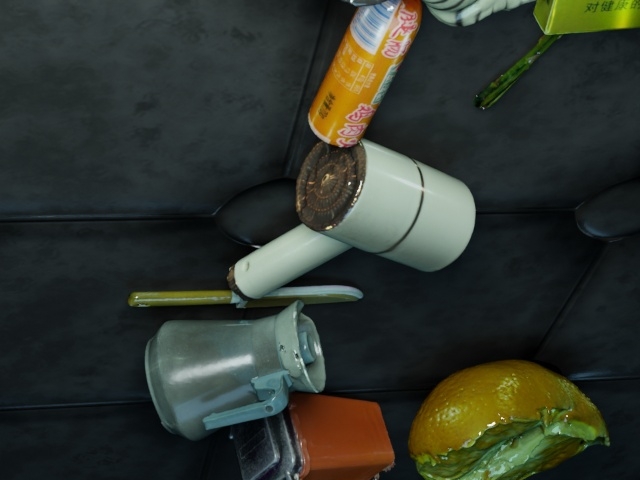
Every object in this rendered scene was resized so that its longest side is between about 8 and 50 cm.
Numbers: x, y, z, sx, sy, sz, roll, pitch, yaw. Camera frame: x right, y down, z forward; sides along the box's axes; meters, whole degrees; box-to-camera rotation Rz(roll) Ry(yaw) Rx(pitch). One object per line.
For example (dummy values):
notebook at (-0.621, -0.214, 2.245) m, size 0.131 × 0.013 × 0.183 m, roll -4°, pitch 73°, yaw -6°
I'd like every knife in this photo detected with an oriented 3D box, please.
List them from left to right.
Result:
knife at (-0.099, 0.077, 1.864) m, size 0.342 × 0.027 × 0.061 m, roll -2°, pitch 160°, yaw -17°

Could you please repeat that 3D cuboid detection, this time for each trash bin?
trash bin at (-0.007, 0.341, 2.158) m, size 0.238 × 0.185 × 0.161 m, roll 7°, pitch 143°, yaw -35°

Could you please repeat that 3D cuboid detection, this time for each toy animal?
toy animal at (0.111, -0.256, 1.289) m, size 0.176 × 0.073 × 0.217 m, roll -35°, pitch 145°, yaw 18°

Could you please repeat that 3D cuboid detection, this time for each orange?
orange at (0.301, 0.296, 2.157) m, size 0.334 × 0.196 × 0.262 m, roll 17°, pitch 153°, yaw -29°

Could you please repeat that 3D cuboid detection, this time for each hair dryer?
hair dryer at (0.000, 0.000, 1.711) m, size 0.203 × 0.128 × 0.362 m, roll 19°, pitch 144°, yaw -39°

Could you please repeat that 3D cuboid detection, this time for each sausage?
sausage at (0.053, -0.199, 1.452) m, size 0.071 × 0.071 × 0.234 m, roll 3°, pitch 145°, yaw -20°

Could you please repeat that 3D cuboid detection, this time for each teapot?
teapot at (-0.116, 0.182, 1.853) m, size 0.225 × 0.203 × 0.171 m, roll -16°, pitch 121°, yaw 12°

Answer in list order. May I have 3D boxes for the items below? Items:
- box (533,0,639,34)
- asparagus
box at (0.323, -0.337, 1.296) m, size 0.172 × 0.043 × 0.311 m, roll -7°, pitch 139°, yaw -14°
asparagus at (0.253, -0.220, 1.521) m, size 0.023 × 0.022 × 0.233 m, roll 47°, pitch 132°, yaw -1°
